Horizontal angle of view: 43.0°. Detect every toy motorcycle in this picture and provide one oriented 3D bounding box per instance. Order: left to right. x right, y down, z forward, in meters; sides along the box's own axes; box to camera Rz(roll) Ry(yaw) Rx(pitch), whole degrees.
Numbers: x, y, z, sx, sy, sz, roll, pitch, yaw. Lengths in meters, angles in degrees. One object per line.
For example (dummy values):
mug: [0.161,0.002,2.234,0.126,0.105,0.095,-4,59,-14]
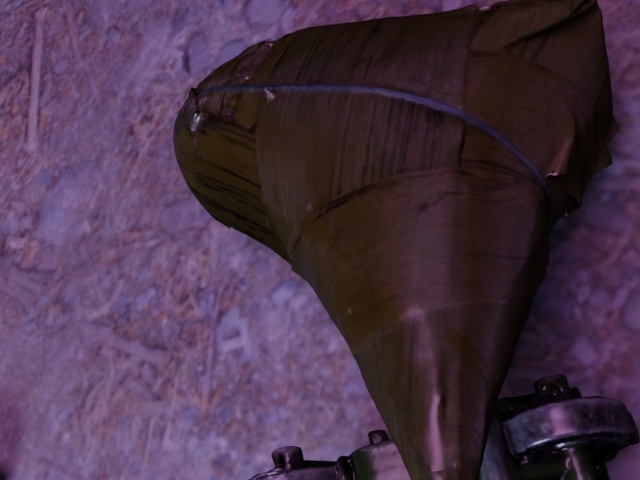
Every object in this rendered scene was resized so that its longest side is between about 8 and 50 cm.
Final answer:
toy motorcycle: [0.095,0.187,0.471,0.275,0.127,0.205,-18,63,15]

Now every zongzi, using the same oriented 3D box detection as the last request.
zongzi: [0.000,0.000,0.521,0.323,0.160,0.360,-4,46,33]
